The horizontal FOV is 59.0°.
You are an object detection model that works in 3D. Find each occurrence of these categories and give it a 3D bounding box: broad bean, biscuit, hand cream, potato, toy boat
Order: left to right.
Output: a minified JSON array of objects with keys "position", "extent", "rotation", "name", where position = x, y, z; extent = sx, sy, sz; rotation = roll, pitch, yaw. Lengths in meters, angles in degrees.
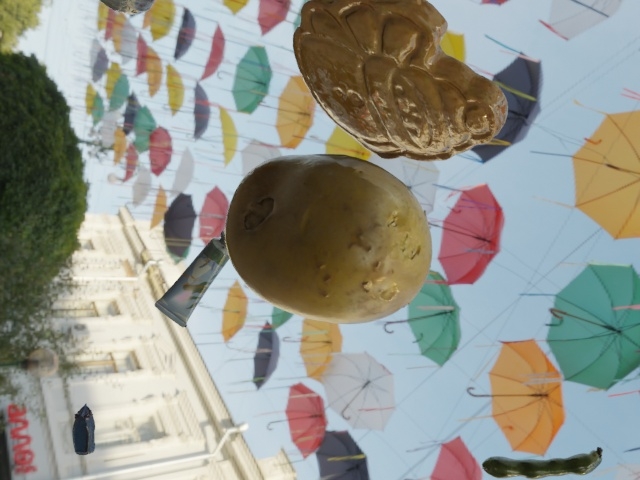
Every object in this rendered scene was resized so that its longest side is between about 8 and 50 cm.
[{"position":[-0.378,0.304,0.909],"extent":[0.038,0.038,0.083],"rotation":[4,-86,53],"name":"toy boat"},{"position":[-0.266,0.083,1.241],"extent":[0.256,0.088,0.055],"rotation":[-49,-170,21],"name":"hand cream"},{"position":[0.000,0.000,0.552],"extent":[0.233,0.146,0.150],"rotation":[15,-126,46],"name":"potato"},{"position":[0.097,-0.234,0.848],"extent":[0.351,0.312,0.057],"rotation":[16,-116,47],"name":"biscuit"},{"position":[0.468,0.472,1.189],"extent":[0.052,0.256,0.053],"rotation":[70,14,-65],"name":"broad bean"}]

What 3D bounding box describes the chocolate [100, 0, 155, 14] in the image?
[{"position":[-0.232,-0.292,0.554],"extent":[0.072,0.167,0.072],"rotation":[-26,-134,30],"name":"chocolate"}]
